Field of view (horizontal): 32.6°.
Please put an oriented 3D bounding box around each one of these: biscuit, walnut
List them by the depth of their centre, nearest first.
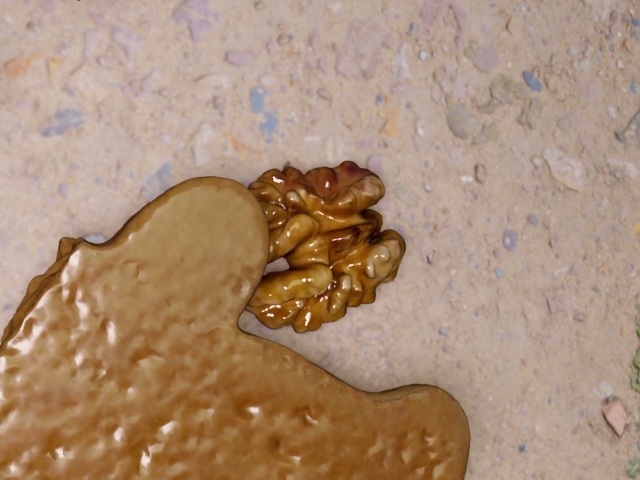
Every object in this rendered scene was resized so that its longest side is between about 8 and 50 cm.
[{"bbox_3d":[-0.082,0.168,0.839,0.394,0.076,0.368,35,77,-21],"label":"biscuit"},{"bbox_3d":[0.000,0.000,0.930,0.170,0.069,0.143,-25,97,-29],"label":"walnut"}]
